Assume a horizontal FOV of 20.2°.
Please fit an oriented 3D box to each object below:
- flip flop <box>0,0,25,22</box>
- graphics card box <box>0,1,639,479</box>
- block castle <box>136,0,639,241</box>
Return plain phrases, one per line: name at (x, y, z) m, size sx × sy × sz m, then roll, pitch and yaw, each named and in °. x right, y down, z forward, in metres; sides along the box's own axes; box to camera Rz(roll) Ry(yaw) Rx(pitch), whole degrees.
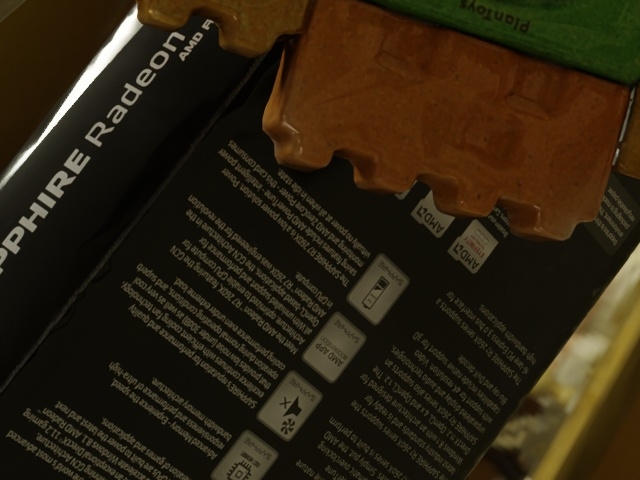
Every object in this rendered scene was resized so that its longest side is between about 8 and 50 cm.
flip flop at (-0.262, -0.109, 1.183) m, size 0.277 × 0.112 × 0.080 m, roll -37°, pitch -57°, yaw 1°
graphics card box at (0.000, 0.000, 0.715) m, size 0.371 × 0.094 × 0.233 m, roll -53°, pitch -48°, yaw -5°
block castle at (0.079, -0.105, 0.447) m, size 0.303 × 0.453 × 0.213 m, roll -159°, pitch 86°, yaw -79°
